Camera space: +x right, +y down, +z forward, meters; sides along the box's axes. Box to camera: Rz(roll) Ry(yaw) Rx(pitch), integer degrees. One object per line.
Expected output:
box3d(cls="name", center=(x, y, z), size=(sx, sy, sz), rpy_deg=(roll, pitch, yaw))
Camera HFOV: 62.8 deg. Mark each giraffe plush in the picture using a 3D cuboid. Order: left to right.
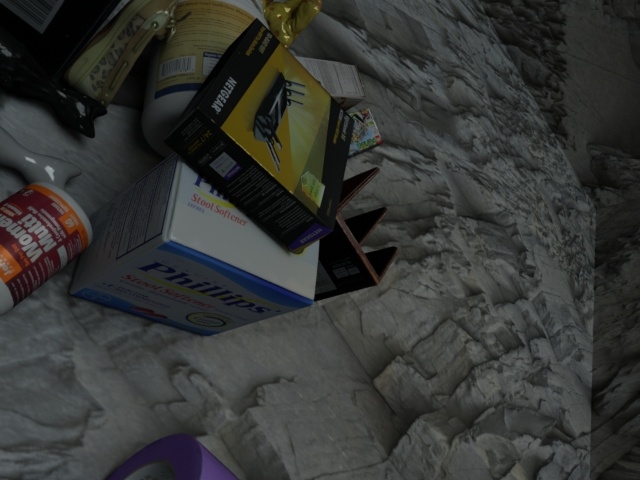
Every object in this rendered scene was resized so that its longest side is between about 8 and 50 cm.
box3d(cls="giraffe plush", center=(-0.120, -0.546, 1.255), size=(0.170, 0.181, 0.210), rpy_deg=(40, 83, -16))

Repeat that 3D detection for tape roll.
box3d(cls="tape roll", center=(-0.227, 0.387, 0.658), size=(0.090, 0.274, 0.275), rpy_deg=(53, 44, -20))

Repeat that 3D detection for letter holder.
box3d(cls="letter holder", center=(0.000, 0.000, 1.035), size=(0.152, 0.301, 0.214), rpy_deg=(57, 42, -14))

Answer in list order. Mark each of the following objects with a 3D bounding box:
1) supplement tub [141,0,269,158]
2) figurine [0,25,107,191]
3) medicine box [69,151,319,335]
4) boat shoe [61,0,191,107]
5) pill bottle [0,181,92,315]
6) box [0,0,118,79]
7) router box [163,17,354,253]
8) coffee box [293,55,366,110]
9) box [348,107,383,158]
box3d(cls="supplement tub", center=(-0.207, -0.320, 0.991), size=(0.228, 0.228, 0.317), rpy_deg=(19, 62, -42))
box3d(cls="figurine", center=(-0.446, -0.181, 0.793), size=(0.209, 0.092, 0.215), rpy_deg=(33, 54, -40))
box3d(cls="medicine box", center=(-0.193, 0.026, 0.824), size=(0.263, 0.289, 0.149), rpy_deg=(28, 54, -38))
box3d(cls="boat shoe", center=(-0.307, -0.344, 0.881), size=(0.089, 0.285, 0.105), rpy_deg=(44, 17, -30))
box3d(cls="pill bottle", center=(-0.427, 0.025, 0.699), size=(0.121, 0.121, 0.221), rpy_deg=(54, 43, -18))
box3d(cls="box", center=(-0.373, -0.463, 0.815), size=(0.182, 0.296, 0.294), rpy_deg=(37, 51, -31))
box3d(cls="router box", center=(-0.068, -0.168, 0.796), size=(0.243, 0.081, 0.309), rpy_deg=(41, 37, -25))
box3d(cls="coffee box", center=(-0.021, -0.363, 1.279), size=(0.246, 0.141, 0.098), rpy_deg=(-16, 86, -50))
box3d(cls="box", center=(0.091, -0.292, 1.450), size=(0.207, 0.036, 0.114), rpy_deg=(-32, 100, -48))
